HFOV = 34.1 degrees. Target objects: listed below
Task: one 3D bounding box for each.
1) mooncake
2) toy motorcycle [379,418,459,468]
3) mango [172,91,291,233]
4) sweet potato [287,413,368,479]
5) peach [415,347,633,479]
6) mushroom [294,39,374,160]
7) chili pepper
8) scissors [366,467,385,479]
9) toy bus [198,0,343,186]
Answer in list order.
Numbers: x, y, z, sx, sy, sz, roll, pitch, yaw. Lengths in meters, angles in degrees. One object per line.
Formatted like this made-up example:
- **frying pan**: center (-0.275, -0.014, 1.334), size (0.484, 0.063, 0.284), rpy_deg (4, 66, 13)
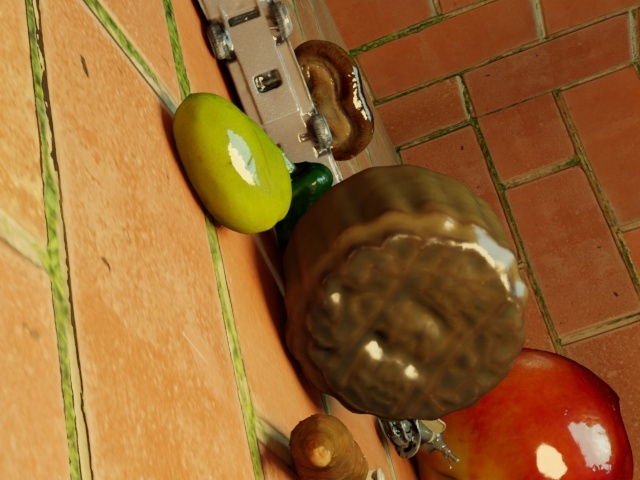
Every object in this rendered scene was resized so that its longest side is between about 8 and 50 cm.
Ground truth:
- **mooncake**: center (0.094, 0.071, 1.203), size (0.161, 0.290, 0.290), rpy_deg (-99, 166, -64)
- **toy motorcycle**: center (0.140, 0.240, 1.652), size (0.157, 0.091, 0.263), rpy_deg (40, 31, -37)
- **mango**: center (-0.091, -0.072, 1.058), size (0.163, 0.089, 0.117), rpy_deg (42, 35, -47)
- **sweet potato**: center (0.007, 0.224, 1.056), size (0.314, 0.072, 0.066), rpy_deg (71, 6, -67)
- **peach**: center (0.353, 0.359, 1.785), size (0.388, 0.388, 0.388), rpy_deg (-20, 90, -81)
- **mushroom**: center (-0.005, -0.237, 1.832), size (0.227, 0.148, 0.217), rpy_deg (64, 26, -5)
- **chili pepper**: center (0.000, 0.000, 1.313), size (0.099, 0.136, 0.270), rpy_deg (-46, 120, -29)
- **scissors**: center (0.092, 0.400, 1.277), size (0.118, 0.030, 0.242), rpy_deg (29, 46, -76)
- **toy bus**: center (-0.070, -0.211, 1.408), size (0.136, 0.109, 0.330), rpy_deg (-121, -170, -80)
